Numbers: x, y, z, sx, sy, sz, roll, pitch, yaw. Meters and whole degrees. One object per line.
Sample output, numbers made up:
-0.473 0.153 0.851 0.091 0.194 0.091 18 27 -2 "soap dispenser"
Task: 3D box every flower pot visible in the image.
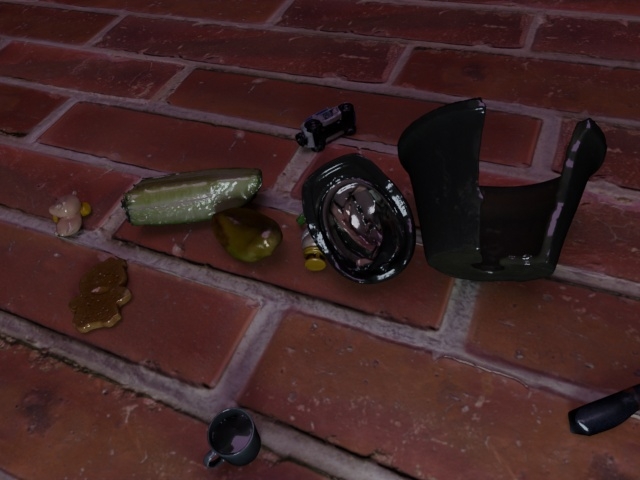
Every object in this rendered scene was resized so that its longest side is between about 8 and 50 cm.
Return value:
0.322 -0.061 0.973 0.380 0.379 0.251 4 73 13 "flower pot"

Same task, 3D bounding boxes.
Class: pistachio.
-0.156 -0.015 1.129 0.189 0.100 0.110 16 33 32 "pistachio"

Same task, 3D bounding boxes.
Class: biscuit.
-0.479 0.118 1.115 0.134 0.027 0.184 -22 49 -8 "biscuit"

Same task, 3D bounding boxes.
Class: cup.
-0.148 0.337 0.847 0.100 0.077 0.078 -39 55 -22 "cup"

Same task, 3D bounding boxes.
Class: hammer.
0.532 0.241 0.837 0.290 0.037 0.137 -20 51 -7 "hammer"

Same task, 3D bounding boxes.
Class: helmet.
0.087 -0.038 1.035 0.198 0.154 0.253 -28 83 15 "helmet"

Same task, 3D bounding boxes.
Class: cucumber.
-0.289 -0.107 1.224 0.326 0.105 0.145 -10 23 2 "cucumber"

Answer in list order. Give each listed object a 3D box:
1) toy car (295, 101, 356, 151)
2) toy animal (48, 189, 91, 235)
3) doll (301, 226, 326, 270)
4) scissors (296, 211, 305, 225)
0.014 -0.298 1.339 0.171 0.080 0.070 -30 51 -13 "toy car"
-0.631 -0.069 1.258 0.091 0.082 0.114 1 52 12 "toy animal"
0.000 0.000 1.103 0.084 0.073 0.127 0 56 3 "doll"
0.011 -0.112 1.201 0.027 0.101 0.204 42 46 -5 "scissors"
